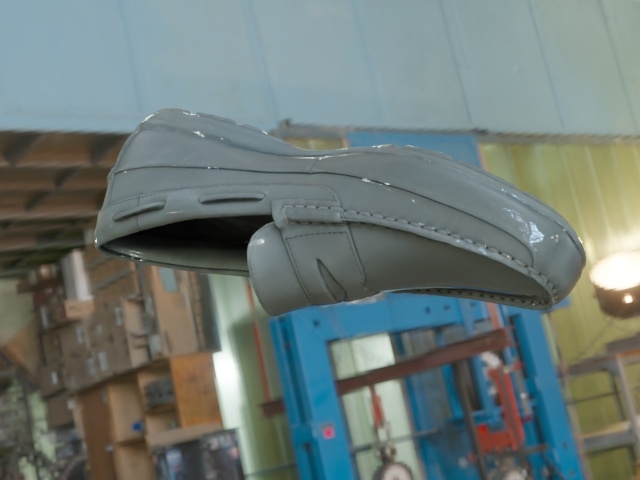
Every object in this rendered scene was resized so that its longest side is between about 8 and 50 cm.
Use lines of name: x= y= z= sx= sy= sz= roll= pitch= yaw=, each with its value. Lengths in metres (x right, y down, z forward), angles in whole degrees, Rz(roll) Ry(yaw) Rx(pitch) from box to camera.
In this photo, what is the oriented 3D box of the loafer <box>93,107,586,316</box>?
loafer: x=0.000 y=0.000 z=0.671 sx=0.319 sy=0.112 sz=0.112 roll=12 pitch=-26 yaw=30
